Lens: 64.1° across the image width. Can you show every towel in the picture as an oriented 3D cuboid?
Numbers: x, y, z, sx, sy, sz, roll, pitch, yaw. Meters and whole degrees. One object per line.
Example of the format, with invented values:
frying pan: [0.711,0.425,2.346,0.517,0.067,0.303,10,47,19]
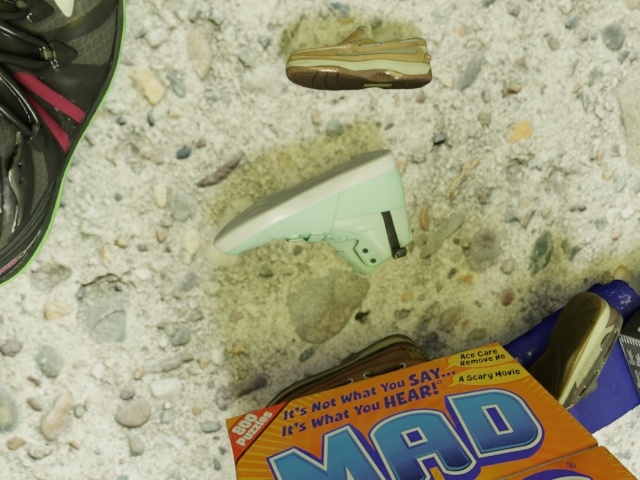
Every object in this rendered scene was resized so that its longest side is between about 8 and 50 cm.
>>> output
towel: [0.356,0.214,0.780,0.308,0.076,0.228,-29,112,-3]

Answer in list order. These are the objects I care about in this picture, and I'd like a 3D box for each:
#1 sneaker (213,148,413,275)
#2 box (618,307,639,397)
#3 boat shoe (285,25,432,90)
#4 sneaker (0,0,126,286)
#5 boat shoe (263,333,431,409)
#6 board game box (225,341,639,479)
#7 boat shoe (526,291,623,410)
sneaker: [0.001,0.000,0.661,0.255,0.094,0.151,-23,108,-2]
box: [0.562,0.175,0.760,0.216,0.060,0.270,-39,113,-18]
boat shoe: [0.047,-0.230,0.640,0.189,0.068,0.072,-4,90,-18]
sneaker: [-0.327,-0.153,0.517,0.185,0.202,0.483,14,100,-12]
boat shoe: [0.020,0.243,0.709,0.307,0.104,0.111,-38,105,0]
board game box: [0.125,0.391,0.540,0.356,0.356,0.356,-12,117,-12]
boat shoe: [0.331,0.180,0.680,0.073,0.080,0.224,24,96,-13]
